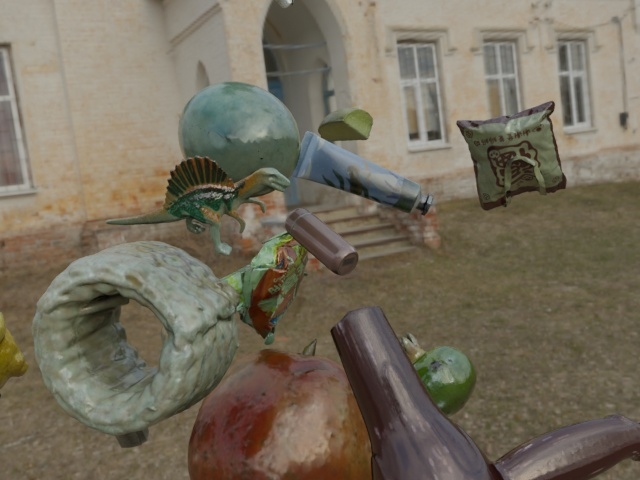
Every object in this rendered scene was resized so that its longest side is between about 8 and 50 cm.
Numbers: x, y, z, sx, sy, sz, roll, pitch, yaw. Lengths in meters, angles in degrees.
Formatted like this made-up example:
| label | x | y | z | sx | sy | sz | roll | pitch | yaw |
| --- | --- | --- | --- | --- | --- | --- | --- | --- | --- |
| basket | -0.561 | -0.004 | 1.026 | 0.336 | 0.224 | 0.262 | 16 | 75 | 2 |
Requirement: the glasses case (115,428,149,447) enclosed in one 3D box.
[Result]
| label | x | y | z | sx | sy | sz | roll | pitch | yaw |
| --- | --- | --- | --- | --- | --- | --- | --- | --- | --- |
| glasses case | -0.471 | 0.409 | 1.520 | 0.071 | 0.205 | 0.047 | -9 | 36 | 0 |

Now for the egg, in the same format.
| label | x | y | z | sx | sy | sz | roll | pitch | yaw |
| --- | --- | --- | --- | --- | --- | --- | --- | --- | --- |
| egg | -0.125 | -0.153 | 0.970 | 0.169 | 0.169 | 0.236 | -10 | 27 | -34 |

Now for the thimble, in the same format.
| label | x | y | z | sx | sy | sz | roll | pitch | yaw |
| --- | --- | --- | --- | --- | --- | --- | --- | --- | --- |
| thimble | -0.280 | 0.147 | 1.015 | 0.291 | 0.291 | 0.195 | -5 | 6 | 18 |

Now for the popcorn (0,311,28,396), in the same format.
| label | x | y | z | sx | sy | sz | roll | pitch | yaw |
| --- | --- | --- | --- | --- | --- | --- | --- | --- | --- |
| popcorn | -0.784 | 0.234 | 1.334 | 0.297 | 0.316 | 0.281 | -42 | 28 | 4 |

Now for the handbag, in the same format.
| label | x | y | z | sx | sy | sz | roll | pitch | yaw |
| --- | --- | --- | --- | --- | --- | --- | --- | --- | --- |
| handbag | 0.444 | -0.193 | 1.471 | 0.213 | 0.235 | 0.127 | -13 | 28 | 19 |

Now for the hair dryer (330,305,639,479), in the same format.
| label | x | y | z | sx | sy | sz | roll | pitch | yaw |
| --- | --- | --- | --- | --- | --- | --- | --- | --- | --- |
| hair dryer | 0.202 | 0.183 | 0.652 | 0.340 | 0.312 | 0.123 | -16 | -16 | -16 |

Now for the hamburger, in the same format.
| label | x | y | z | sx | sy | sz | roll | pitch | yaw |
| --- | --- | --- | --- | --- | --- | --- | --- | --- | --- |
| hamburger | -0.130 | 0.092 | 1.445 | 0.150 | 0.276 | 0.260 | 23 | 49 | 11 |

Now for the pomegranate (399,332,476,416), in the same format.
| label | x | y | z | sx | sy | sz | roll | pitch | yaw |
| --- | --- | --- | --- | --- | --- | --- | --- | --- | --- |
| pomegranate | 0.270 | 0.326 | 1.581 | 0.187 | 0.225 | 0.187 | -38 | -13 | -10 |

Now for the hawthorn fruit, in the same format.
| label | x | y | z | sx | sy | sz | roll | pitch | yaw |
| --- | --- | --- | --- | --- | --- | --- | --- | --- | --- |
| hawthorn fruit | -0.053 | 0.393 | 1.310 | 0.403 | 0.402 | 0.403 | -7 | 5 | 1 |

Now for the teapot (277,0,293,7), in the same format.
| label | x | y | z | sx | sy | sz | roll | pitch | yaw |
| --- | --- | --- | --- | --- | --- | --- | --- | --- | --- |
| teapot | -0.185 | -0.734 | 1.588 | 0.252 | 0.424 | 0.280 | -36 | -28 | 14 |

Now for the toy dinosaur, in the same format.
| label | x | y | z | sx | sy | sz | roll | pitch | yaw |
| --- | --- | --- | --- | --- | --- | --- | --- | --- | --- |
| toy dinosaur | -0.132 | -0.045 | 0.688 | 0.187 | 0.106 | 0.044 | 13 | 36 | -4 |

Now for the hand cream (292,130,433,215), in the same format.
| label | x | y | z | sx | sy | sz | roll | pitch | yaw |
| --- | --- | --- | --- | --- | --- | --- | --- | --- | --- |
| hand cream | 0.081 | -0.116 | 1.223 | 0.271 | 0.091 | 0.058 | 23 | 9 | 0 |

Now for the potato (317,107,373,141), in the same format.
| label | x | y | z | sx | sy | sz | roll | pitch | yaw |
| --- | --- | --- | --- | --- | --- | --- | --- | --- | --- |
| potato | 0.045 | -0.315 | 1.666 | 0.149 | 0.081 | 0.120 | 3 | -16 | 35 |

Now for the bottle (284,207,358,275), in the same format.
| label | x | y | z | sx | sy | sz | roll | pitch | yaw |
| --- | --- | --- | --- | --- | --- | --- | --- | --- | --- |
| bottle | 0.000 | 0.000 | 1.038 | 0.053 | 0.053 | 0.140 | -11 | 40 | -42 |
